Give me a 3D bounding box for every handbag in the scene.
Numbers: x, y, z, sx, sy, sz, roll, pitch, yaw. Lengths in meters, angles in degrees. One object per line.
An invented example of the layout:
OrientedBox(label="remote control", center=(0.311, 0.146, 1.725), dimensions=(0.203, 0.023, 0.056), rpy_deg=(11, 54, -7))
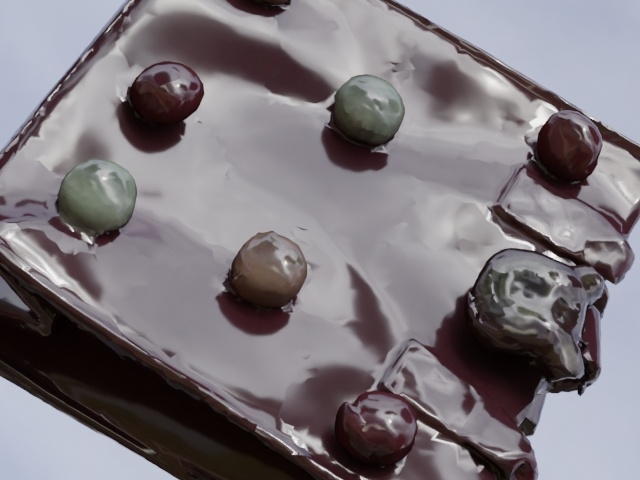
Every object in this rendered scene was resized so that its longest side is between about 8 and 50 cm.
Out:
OrientedBox(label="handbag", center=(0.000, -0.002, 0.688), dimensions=(0.216, 0.203, 0.074), rpy_deg=(30, -38, 6))
